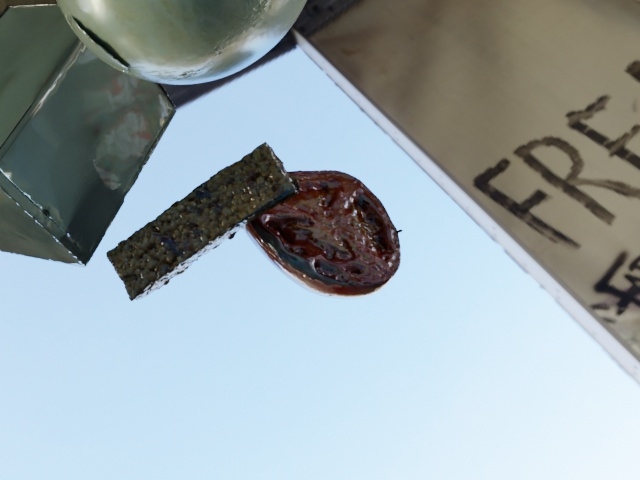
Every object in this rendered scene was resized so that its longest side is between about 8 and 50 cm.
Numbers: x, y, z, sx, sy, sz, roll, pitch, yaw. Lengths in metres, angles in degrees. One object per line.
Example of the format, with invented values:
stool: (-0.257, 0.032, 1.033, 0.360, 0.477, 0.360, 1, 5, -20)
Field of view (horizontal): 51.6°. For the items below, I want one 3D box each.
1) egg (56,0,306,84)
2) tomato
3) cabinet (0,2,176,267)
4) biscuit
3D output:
egg: (-0.093, -0.221, 0.485, 0.186, 0.253, 0.187, 14, -38, 11)
tomato: (-0.003, 0.005, 0.733, 0.166, 0.174, 0.082, -10, -37, -28)
cabinet: (-0.274, -0.107, 0.650, 0.206, 0.150, 0.145, -68, -29, -27)
biscuit: (-0.115, -0.020, 0.651, 0.199, 0.064, 0.034, -34, -8, -3)
